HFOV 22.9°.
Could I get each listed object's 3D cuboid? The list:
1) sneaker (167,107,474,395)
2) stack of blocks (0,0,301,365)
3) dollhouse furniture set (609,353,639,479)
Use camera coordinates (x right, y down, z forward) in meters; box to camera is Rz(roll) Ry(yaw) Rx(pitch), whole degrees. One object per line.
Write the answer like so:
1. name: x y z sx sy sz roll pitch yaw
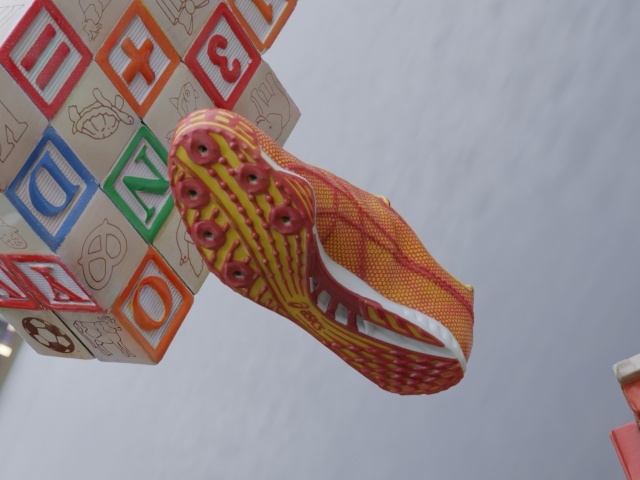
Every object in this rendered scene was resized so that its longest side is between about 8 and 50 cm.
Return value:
1. sneaker: 0.000 0.000 0.678 0.064 0.175 0.067 -26 36 31
2. stack of blocks: -0.091 -0.106 0.808 0.087 0.171 0.297 1 51 38
3. dollhouse furniture set: 0.221 0.179 0.731 0.262 0.135 0.259 -24 50 8
